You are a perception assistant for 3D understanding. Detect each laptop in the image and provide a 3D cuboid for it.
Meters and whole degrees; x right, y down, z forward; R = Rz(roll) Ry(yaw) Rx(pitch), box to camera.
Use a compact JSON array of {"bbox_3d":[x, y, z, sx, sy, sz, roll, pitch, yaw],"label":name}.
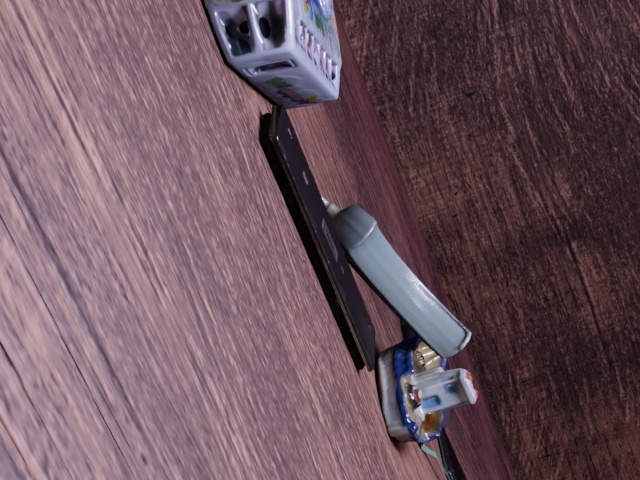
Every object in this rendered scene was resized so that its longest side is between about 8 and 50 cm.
[{"bbox_3d":[0.225,0.391,2.208,0.129,0.016,0.180,-99,166,-56],"label":"laptop"}]

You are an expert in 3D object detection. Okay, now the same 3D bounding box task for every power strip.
[{"bbox_3d":[0.078,0.036,1.698,0.253,0.054,0.167,48,-5,-22],"label":"power strip"}]

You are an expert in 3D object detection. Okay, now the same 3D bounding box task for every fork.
[{"bbox_3d":[0.168,0.322,1.967,0.039,0.021,0.235,-96,166,-45],"label":"fork"}]

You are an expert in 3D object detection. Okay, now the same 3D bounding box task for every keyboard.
[{"bbox_3d":[0.000,0.000,1.552,0.106,0.027,0.317,-85,155,-64],"label":"keyboard"}]

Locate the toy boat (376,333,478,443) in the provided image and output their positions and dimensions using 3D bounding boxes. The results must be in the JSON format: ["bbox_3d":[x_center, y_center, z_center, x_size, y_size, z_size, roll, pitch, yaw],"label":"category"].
[{"bbox_3d":[0.140,0.183,1.751,0.262,0.115,0.114,-81,151,-74],"label":"toy boat"}]

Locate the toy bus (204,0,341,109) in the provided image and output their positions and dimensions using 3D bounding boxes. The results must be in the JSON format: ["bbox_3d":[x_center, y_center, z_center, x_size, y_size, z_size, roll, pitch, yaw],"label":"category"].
[{"bbox_3d":[-0.049,-0.239,1.534,0.329,0.109,0.136,22,60,-79],"label":"toy bus"}]

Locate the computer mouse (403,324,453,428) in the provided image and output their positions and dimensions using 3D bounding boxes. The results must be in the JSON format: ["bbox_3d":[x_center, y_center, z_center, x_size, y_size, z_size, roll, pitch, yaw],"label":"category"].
[{"bbox_3d":[0.176,0.202,2.169,0.232,0.057,0.120,-93,163,-62],"label":"computer mouse"}]
